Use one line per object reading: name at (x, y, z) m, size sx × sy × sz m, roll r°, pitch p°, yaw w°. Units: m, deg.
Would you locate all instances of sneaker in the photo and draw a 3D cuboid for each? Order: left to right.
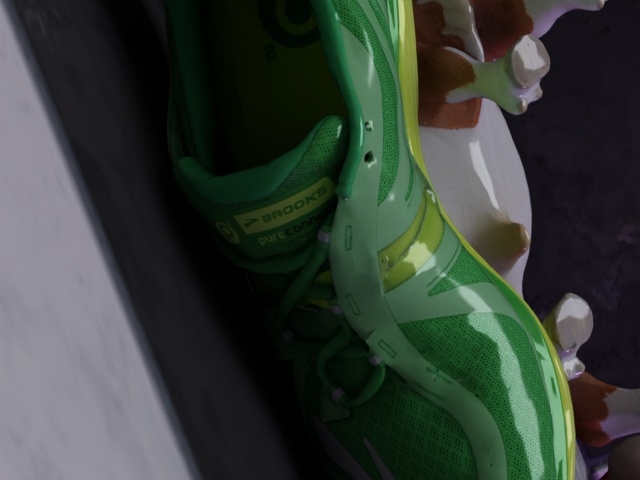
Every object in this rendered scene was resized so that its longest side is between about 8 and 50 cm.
sneaker at (0.000, 0.000, 0.676) m, size 0.123 × 0.109 × 0.295 m, roll -17°, pitch 86°, yaw -60°

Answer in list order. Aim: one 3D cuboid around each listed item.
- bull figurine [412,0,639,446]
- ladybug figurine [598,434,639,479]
bull figurine at (0.045, -0.038, 0.788) m, size 0.188 × 0.101 × 0.310 m, roll -1°, pitch -70°, yaw 51°
ladybug figurine at (0.257, 0.333, 1.193) m, size 0.305 × 0.162 × 0.449 m, roll -72°, pitch 140°, yaw -79°
